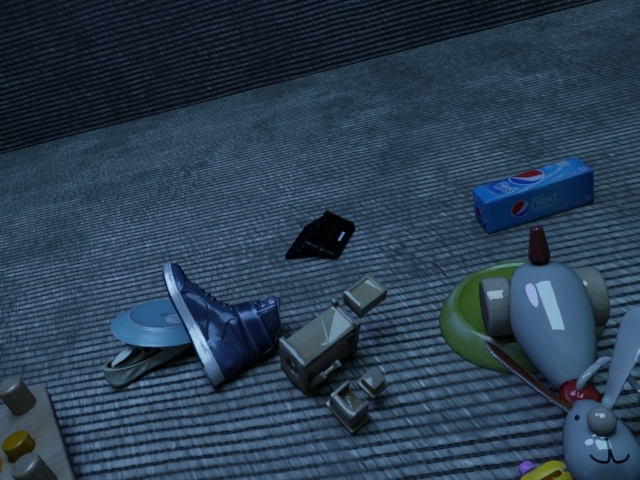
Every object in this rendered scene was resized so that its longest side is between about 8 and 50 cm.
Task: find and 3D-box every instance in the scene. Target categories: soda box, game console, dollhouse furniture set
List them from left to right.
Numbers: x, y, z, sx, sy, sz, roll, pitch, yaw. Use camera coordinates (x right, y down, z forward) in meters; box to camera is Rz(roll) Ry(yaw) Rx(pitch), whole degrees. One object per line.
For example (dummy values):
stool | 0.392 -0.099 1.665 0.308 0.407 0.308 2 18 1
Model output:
game console | 0.000 0.000 1.193 0.107 0.071 0.122 24 43 7
dollhouse furniture set | 0.059 0.174 0.845 0.182 0.101 0.161 -33 59 -25
soda box | 0.402 -0.086 1.073 0.210 0.071 0.067 -17 31 0

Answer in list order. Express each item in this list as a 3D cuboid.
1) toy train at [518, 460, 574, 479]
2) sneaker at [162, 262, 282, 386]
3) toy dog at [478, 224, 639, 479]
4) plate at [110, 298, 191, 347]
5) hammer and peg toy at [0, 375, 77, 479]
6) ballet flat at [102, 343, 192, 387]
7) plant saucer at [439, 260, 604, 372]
toy train | 0.262 0.288 0.578 0.166 0.046 0.125 -11 33 16
sneaker | -0.159 0.110 0.958 0.163 0.086 0.226 -28 71 -14
toy dog | 0.289 0.102 0.662 0.220 0.161 0.334 -21 28 -7
plate | -0.283 0.141 1.029 0.188 0.024 0.188 3 16 -1
hammer and peg toy | -0.516 0.368 0.753 0.361 0.127 0.266 -31 36 -21
ballet flat | -0.298 0.195 0.990 0.168 0.052 0.057 -32 32 -23
plant saucer | 0.300 0.100 0.862 0.240 0.037 0.241 -12 32 8
